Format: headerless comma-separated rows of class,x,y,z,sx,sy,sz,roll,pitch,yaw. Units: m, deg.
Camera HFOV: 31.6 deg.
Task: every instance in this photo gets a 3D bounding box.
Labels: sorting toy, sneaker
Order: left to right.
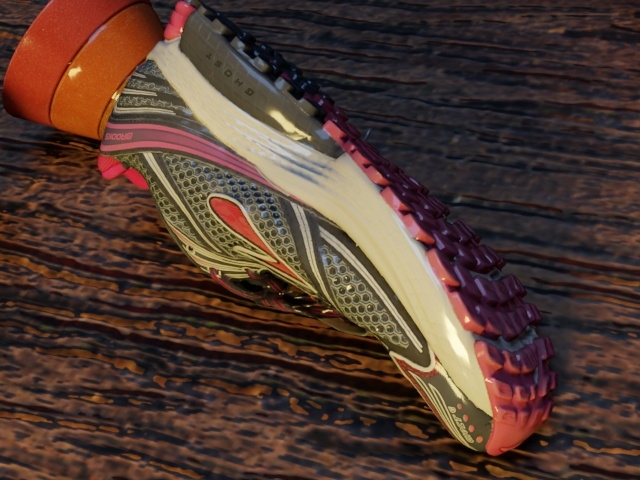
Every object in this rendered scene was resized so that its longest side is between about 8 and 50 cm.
sorting toy,-0.183,-0.008,0.648,0.126,0.127,0.365,38,61,5
sneaker,0.000,0.000,0.581,0.112,0.121,0.299,-51,58,11
